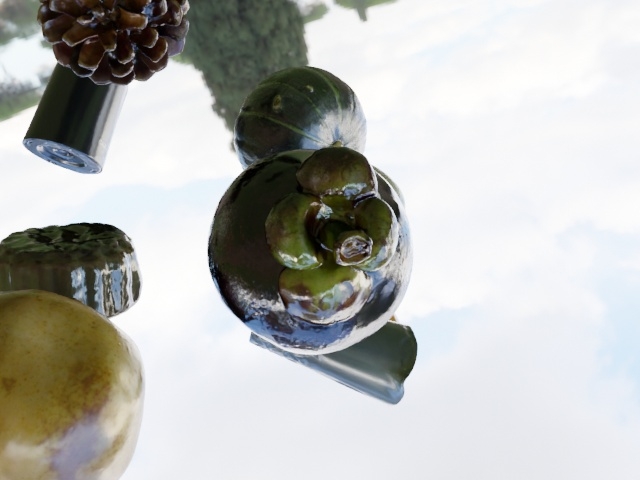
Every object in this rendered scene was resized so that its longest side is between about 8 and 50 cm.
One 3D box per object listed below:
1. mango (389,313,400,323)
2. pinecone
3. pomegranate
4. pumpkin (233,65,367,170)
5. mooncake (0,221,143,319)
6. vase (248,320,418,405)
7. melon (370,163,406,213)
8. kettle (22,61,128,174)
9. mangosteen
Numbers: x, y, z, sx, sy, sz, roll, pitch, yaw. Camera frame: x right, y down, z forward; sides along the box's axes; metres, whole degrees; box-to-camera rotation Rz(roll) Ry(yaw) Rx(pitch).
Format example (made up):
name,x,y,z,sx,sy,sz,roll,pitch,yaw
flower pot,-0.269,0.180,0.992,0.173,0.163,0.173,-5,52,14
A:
name,x,y,z,sx,sy,sz,roll,pitch,yaw
mango,0.072,0.198,2.087,0.199,0.201,0.350,-40,-132,-3
pinecone,-0.346,-0.374,1.568,0.264,0.264,0.264,-15,-157,7
pomegranate,-0.465,0.262,1.536,0.417,0.416,0.416,-15,-157,7
pumpkin,-0.041,-0.235,2.173,0.241,0.323,0.323,16,-141,36
mooncake,-0.498,0.063,1.900,0.290,0.161,0.290,-2,-166,1
vase,0.021,0.192,1.824,0.301,0.156,0.251,18,-172,-1
melon,0.000,-0.049,1.829,0.329,0.248,0.248,-2,-159,-10
kettle,-0.574,-0.331,2.414,0.203,0.262,0.308,2,-111,41
mangosteen,-0.011,-0.004,1.325,0.297,0.313,0.297,4,-138,-3
